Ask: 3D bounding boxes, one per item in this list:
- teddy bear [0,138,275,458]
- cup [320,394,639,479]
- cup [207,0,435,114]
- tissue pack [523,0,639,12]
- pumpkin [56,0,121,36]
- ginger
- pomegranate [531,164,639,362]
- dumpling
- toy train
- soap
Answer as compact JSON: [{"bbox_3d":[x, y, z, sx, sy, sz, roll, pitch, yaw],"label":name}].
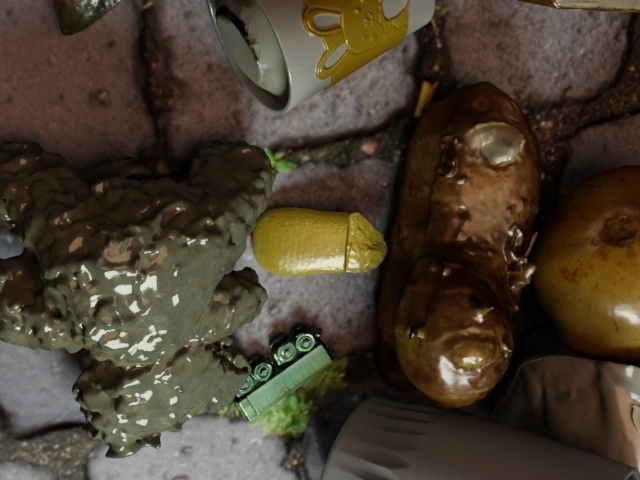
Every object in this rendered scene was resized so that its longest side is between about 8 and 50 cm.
[{"bbox_3d":[-0.222,0.074,1.640,0.357,0.224,0.367,-5,123,-22],"label":"teddy bear"},{"bbox_3d":[0.199,0.343,1.752,0.253,0.372,0.253,-48,149,-43],"label":"cup"},{"bbox_3d":[-0.005,-0.288,1.593,0.226,0.185,0.241,-27,128,-19],"label":"cup"},{"bbox_3d":[0.297,-0.322,1.682,0.183,0.226,0.091,-1,108,-21],"label":"tissue pack"},{"bbox_3d":[-0.210,-0.398,1.527,0.258,0.095,0.290,-24,110,-10],"label":"pumpkin"},{"bbox_3d":[0.180,0.014,1.742,0.176,0.254,0.418,13,96,-19],"label":"ginger"},{"bbox_3d":[0.403,0.039,1.826,0.264,0.264,0.264,-7,109,-20],"label":"pomegranate"},{"bbox_3d":[0.358,0.256,1.871,0.260,0.341,0.181,25,74,7],"label":"dumpling"},{"bbox_3d":[-0.052,0.164,1.801,0.148,0.038,0.071,-35,119,-9],"label":"toy train"},{"bbox_3d":[0.000,0.000,1.753,0.169,0.033,0.089,-2,110,-2],"label":"soap"}]
